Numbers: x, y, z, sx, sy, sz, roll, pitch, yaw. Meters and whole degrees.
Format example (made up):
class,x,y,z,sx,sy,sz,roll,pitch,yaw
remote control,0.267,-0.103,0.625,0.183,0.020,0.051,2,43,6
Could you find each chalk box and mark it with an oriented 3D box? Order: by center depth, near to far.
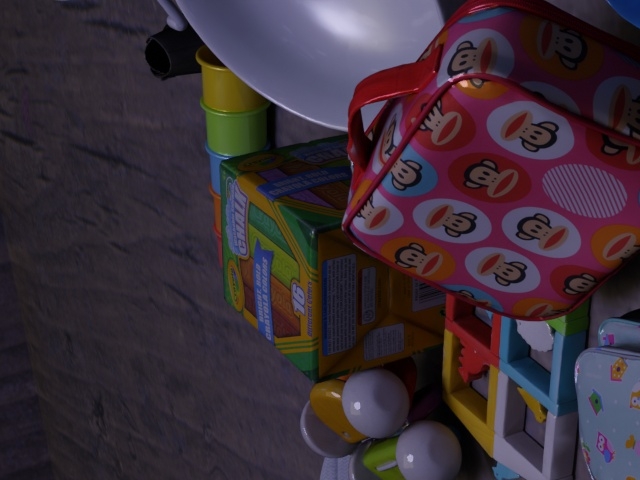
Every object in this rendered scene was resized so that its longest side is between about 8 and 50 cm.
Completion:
class,x,y,z,sx,sy,sz,roll,pitch,yaw
chalk box,0.000,0.000,1.534,0.289,0.179,0.180,35,133,54

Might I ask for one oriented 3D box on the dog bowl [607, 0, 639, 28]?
class,x,y,z,sx,sy,sz,roll,pitch,yaw
dog bowl,0.238,-0.288,0.961,0.166,0.074,0.297,-8,106,55

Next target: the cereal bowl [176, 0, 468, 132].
class,x,y,z,sx,sy,sz,roll,pitch,yaw
cereal bowl,0.011,-0.274,1.341,0.339,0.141,0.339,28,148,19

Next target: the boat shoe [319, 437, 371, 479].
class,x,y,z,sx,sy,sz,roll,pitch,yaw
boat shoe,0.072,0.349,1.633,0.121,0.119,0.335,-3,78,25

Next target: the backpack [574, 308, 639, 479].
class,x,y,z,sx,sy,sz,roll,pitch,yaw
backpack,0.288,0.149,1.074,0.166,0.144,0.188,2,108,58

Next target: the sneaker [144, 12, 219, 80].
class,x,y,z,sx,sy,sz,roll,pitch,yaw
sneaker,-0.194,-0.261,1.862,0.222,0.118,0.083,14,116,61

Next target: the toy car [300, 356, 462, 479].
class,x,y,z,sx,sy,sz,roll,pitch,yaw
toy car,0.079,0.194,1.522,0.182,0.136,0.159,45,146,-6

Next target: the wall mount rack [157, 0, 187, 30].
class,x,y,z,sx,sy,sz,roll,pitch,yaw
wall mount rack,-0.174,-0.378,1.624,0.304,0.350,0.130,37,169,50

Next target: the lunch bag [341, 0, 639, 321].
class,x,y,z,sx,sy,sz,roll,pitch,yaw
lunch bag,0.140,-0.062,1.122,0.293,0.258,0.120,129,160,-56

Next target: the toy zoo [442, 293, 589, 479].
class,x,y,z,sx,sy,sz,roll,pitch,yaw
toy zoo,0.187,0.115,1.386,0.192,0.030,0.293,40,137,51

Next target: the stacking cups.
class,x,y,z,sx,sy,sz,roll,pitch,yaw
stacking cups,-0.113,-0.098,1.809,0.096,0.096,0.316,45,141,47
